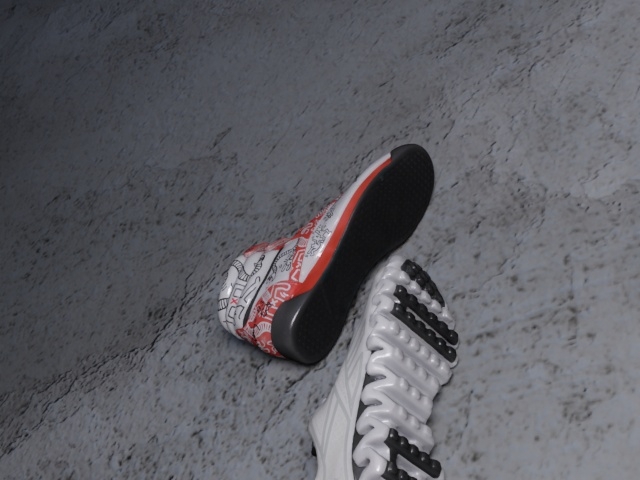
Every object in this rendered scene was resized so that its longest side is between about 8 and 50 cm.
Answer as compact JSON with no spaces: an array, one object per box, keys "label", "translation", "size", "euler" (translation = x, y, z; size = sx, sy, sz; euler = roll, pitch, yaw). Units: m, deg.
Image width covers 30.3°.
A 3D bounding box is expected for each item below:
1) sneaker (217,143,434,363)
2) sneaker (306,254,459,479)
[{"label":"sneaker","translation":[-0.001,0.000,1.234],"size":[0.145,0.090,0.270],"euler":[11,60,47]},{"label":"sneaker","translation":[0.046,0.133,1.028],"size":[0.118,0.110,0.292],"euler":[-26,34,35]}]
